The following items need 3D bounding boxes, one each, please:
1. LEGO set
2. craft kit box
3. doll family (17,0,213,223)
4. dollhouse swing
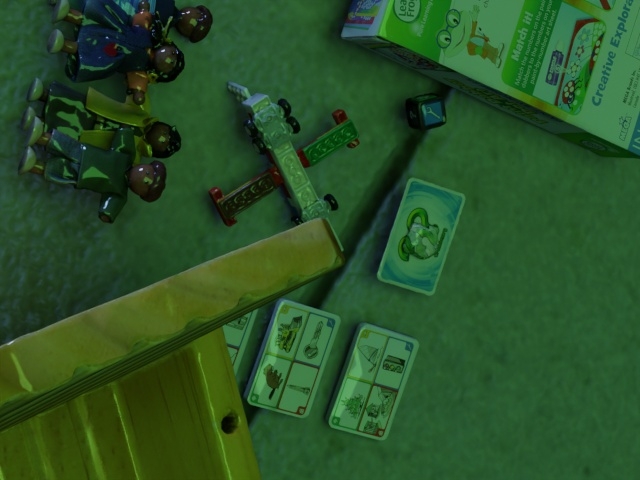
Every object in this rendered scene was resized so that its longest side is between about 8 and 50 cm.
[{"bbox_3d":[0.000,0.000,1.357,0.182,0.060,0.244,17,93,-28],"label":"LEGO set"},{"bbox_3d":[0.161,-0.214,1.387,0.247,0.061,0.250,22,83,-32],"label":"craft kit box"},{"bbox_3d":[-0.129,-0.105,1.273,0.111,0.076,0.193,14,84,-18],"label":"doll family"},{"bbox_3d":[-0.133,0.177,1.101,0.347,0.305,0.315,-22,101,-44],"label":"dollhouse swing"}]
